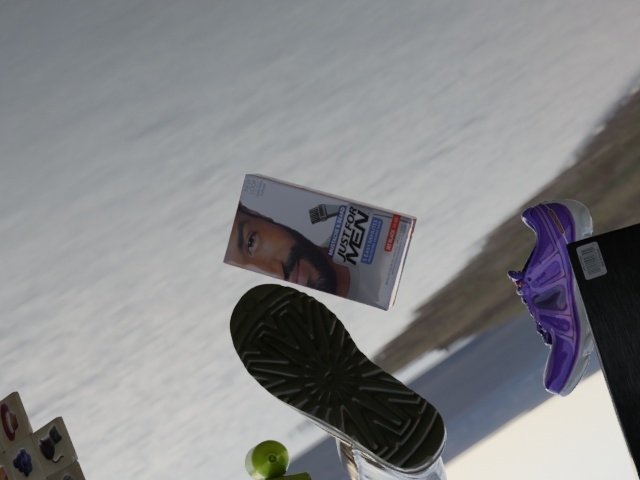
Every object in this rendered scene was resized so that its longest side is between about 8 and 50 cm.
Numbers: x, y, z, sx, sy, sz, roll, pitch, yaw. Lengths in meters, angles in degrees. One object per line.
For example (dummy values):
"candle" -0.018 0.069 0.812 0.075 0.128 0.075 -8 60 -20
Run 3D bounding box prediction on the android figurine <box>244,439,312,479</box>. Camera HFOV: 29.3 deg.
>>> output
"android figurine" -0.030 0.335 1.299 0.056 0.248 0.273 -10 171 -10

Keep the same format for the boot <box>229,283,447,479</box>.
"boot" 0.024 0.171 1.159 0.089 0.236 0.269 -44 160 -12

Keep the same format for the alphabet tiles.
"alphabet tiles" -0.390 0.361 1.515 0.342 0.285 0.011 -34 163 34

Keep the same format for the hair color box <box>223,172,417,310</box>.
"hair color box" 0.000 0.000 1.184 0.053 0.167 0.093 -14 118 -79

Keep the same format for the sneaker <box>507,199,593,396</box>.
"sneaker" 0.198 0.050 1.060 0.071 0.170 0.068 -1 179 3

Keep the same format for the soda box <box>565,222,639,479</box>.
"soda box" 0.145 0.073 0.477 0.053 0.169 0.060 -16 139 10
